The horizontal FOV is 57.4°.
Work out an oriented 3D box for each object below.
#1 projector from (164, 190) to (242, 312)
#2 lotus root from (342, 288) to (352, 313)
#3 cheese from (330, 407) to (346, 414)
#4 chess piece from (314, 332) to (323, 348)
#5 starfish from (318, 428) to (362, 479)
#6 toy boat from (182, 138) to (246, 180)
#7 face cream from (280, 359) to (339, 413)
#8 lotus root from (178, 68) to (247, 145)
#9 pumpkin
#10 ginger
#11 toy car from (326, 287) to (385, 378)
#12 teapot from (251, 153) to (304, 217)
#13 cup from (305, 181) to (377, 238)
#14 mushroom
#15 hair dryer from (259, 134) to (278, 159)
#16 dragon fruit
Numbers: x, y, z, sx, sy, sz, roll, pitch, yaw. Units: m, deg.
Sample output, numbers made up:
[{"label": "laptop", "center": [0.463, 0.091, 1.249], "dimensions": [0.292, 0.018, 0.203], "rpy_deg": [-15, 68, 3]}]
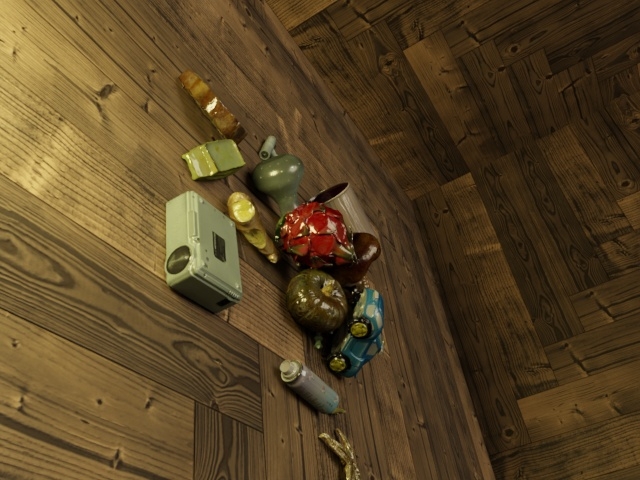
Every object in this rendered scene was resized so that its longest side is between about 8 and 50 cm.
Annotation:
[{"label": "projector", "center": [-0.282, 0.024, 1.428], "dimensions": [0.192, 0.099, 0.257], "rpy_deg": [41, 30, -47]}, {"label": "lotus root", "center": [0.137, 0.267, 2.153], "dimensions": [0.160, 0.146, 0.284], "rpy_deg": [59, 11, -65]}, {"label": "cheese", "center": [0.042, 0.502, 1.766], "dimensions": [0.084, 0.041, 0.060], "rpy_deg": [47, 13, -3]}, {"label": "chess piece", "center": [-0.006, 0.308, 1.886], "dimensions": [0.042, 0.042, 0.093], "rpy_deg": [48, 30, -39]}, {"label": "starfish", "center": [0.080, 0.655, 1.664], "dimensions": [0.138, 0.050, 0.248], "rpy_deg": [10, 54, -65]}, {"label": "toy boat", "center": [-0.300, -0.241, 1.736], "dimensions": [0.111, 0.084, 0.276], "rpy_deg": [62, 20, -1]}, {"label": "face cream", "center": [-0.035, 0.404, 1.635], "dimensions": [0.229, 0.075, 0.075], "rpy_deg": [49, 24, -38]}, {"label": "lotus root", "center": [-0.325, -0.401, 1.807], "dimensions": [0.261, 0.074, 0.170], "rpy_deg": [52, -2, -33]}, {"label": "pumpkin", "center": [-0.002, 0.182, 1.839], "dimensions": [0.219, 0.162, 0.219], "rpy_deg": [33, 30, -22]}, {"label": "ginger", "center": [-0.196, -0.031, 1.765], "dimensions": [0.131, 0.086, 0.295], "rpy_deg": [44, -12, 47]}, {"label": "toy car", "center": [0.137, 0.304, 1.909], "dimensions": [0.165, 0.314, 0.198], "rpy_deg": [23, 27, -8]}, {"label": "teapot", "center": [-0.121, -0.160, 1.992], "dimensions": [0.183, 0.183, 0.251], "rpy_deg": [-59, 133, -67]}, {"label": "cup", "center": [0.061, -0.074, 2.356], "dimensions": [0.208, 0.288, 0.273], "rpy_deg": [-40, 108, -33]}, {"label": "mushroom", "center": [0.076, 0.088, 2.053], "dimensions": [0.267, 0.267, 0.255], "rpy_deg": [-86, 180, -55]}, {"label": "hair dryer", "center": [-0.164, -0.295, 2.228], "dimensions": [0.183, 0.044, 0.155], "rpy_deg": [59, 22, -23]}, {"label": "dragon fruit", "center": [0.000, 0.000, 1.878], "dimensions": [0.293, 0.234, 0.234], "rpy_deg": [33, 26, -8]}]
